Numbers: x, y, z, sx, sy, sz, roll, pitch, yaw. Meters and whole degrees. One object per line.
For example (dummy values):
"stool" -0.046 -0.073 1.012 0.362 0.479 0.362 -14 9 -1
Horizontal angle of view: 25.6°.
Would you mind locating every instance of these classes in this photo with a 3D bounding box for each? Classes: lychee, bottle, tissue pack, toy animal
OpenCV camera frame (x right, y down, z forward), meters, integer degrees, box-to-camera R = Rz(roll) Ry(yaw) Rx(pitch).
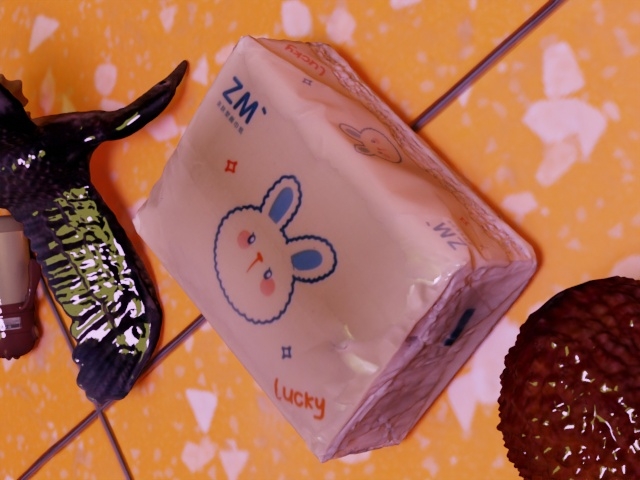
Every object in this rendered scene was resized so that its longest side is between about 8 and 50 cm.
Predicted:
"lychee" 0.141 0.076 0.653 0.123 0.129 0.123 1 74 -3
"bottle" -0.224 0.034 0.992 0.063 0.047 0.101 166 96 -66
"tissue pack" 0.000 0.000 0.778 0.196 0.092 0.148 48 118 29
"toy animal" -0.182 -0.066 0.911 0.197 0.272 0.160 -46 35 -13
